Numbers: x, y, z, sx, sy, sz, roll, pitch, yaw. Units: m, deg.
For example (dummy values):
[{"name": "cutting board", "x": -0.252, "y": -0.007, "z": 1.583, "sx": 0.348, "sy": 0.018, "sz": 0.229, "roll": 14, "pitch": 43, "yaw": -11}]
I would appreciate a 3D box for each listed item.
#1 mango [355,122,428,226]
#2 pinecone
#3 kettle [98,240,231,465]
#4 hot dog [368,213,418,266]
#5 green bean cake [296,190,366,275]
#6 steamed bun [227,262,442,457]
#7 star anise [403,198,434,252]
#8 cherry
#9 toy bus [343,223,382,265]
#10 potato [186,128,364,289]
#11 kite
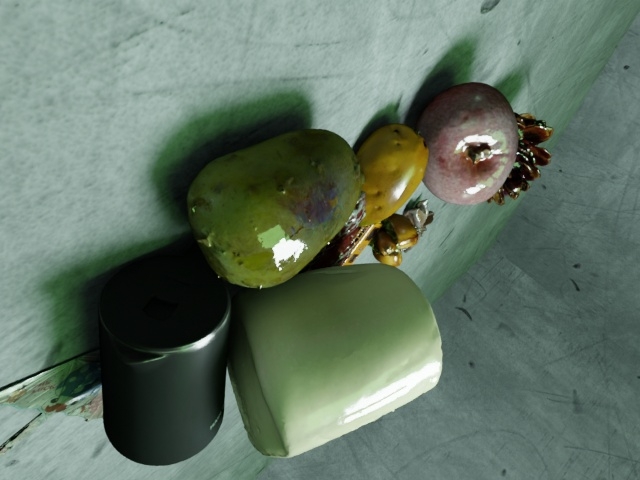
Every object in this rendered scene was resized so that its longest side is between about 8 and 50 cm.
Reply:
[{"name": "mango", "x": 0.125, "y": -0.128, "z": 1.071, "sx": 0.156, "sy": 0.151, "sz": 0.248, "roll": 15, "pitch": 132, "yaw": -27}, {"name": "pinecone", "x": 0.508, "y": -0.234, "z": 1.460, "sx": 0.296, "sy": 0.242, "sz": 0.298, "roll": -48, "pitch": 165, "yaw": -6}, {"name": "kettle", "x": -0.220, "y": 0.175, "z": 0.822, "sx": 0.262, "sy": 0.203, "sz": 0.308, "roll": -28, "pitch": 147, "yaw": -39}, {"name": "hot dog", "x": 0.179, "y": -0.010, "z": 1.336, "sx": 0.135, "sy": 0.100, "sz": 0.337, "roll": -53, "pitch": -179, "yaw": 9}, {"name": "green bean cake", "x": 0.000, "y": 0.000, "z": 1.083, "sx": 0.198, "sy": 0.097, "sz": 0.232, "roll": -40, "pitch": 158, "yaw": -17}, {"name": "steamed bun", "x": 0.004, "y": 0.196, "z": 0.974, "sx": 0.371, "sy": 0.289, "sz": 0.456, "roll": -16, "pitch": 169, "yaw": -20}, {"name": "star anise", "x": 0.280, "y": -0.035, "z": 1.604, "sx": 0.197, "sy": 0.073, "sz": 0.212, "roll": -52, "pitch": 156, "yaw": 1}, {"name": "cherry", "x": 0.318, "y": -0.217, "z": 1.137, "sx": 0.307, "sy": 0.221, "sz": 0.261, "roll": -57, "pitch": 151, "yaw": -63}, {"name": "toy bus", "x": 0.056, "y": 0.011, "z": 1.225, "sx": 0.194, "sy": 0.088, "sz": 0.083, "roll": -53, "pitch": 159, "yaw": 13}, {"name": "potato", "x": -0.055, "y": -0.055, "z": 0.762, "sx": 0.307, "sy": 0.173, "sz": 0.210, "roll": -38, "pitch": 121, "yaw": -33}, {"name": "kite", "x": -0.428, "y": 0.270, "z": 0.848, "sx": 0.314, "sy": 0.011, "sz": 0.335, "roll": -43, "pitch": 158, "yaw": -13}]
